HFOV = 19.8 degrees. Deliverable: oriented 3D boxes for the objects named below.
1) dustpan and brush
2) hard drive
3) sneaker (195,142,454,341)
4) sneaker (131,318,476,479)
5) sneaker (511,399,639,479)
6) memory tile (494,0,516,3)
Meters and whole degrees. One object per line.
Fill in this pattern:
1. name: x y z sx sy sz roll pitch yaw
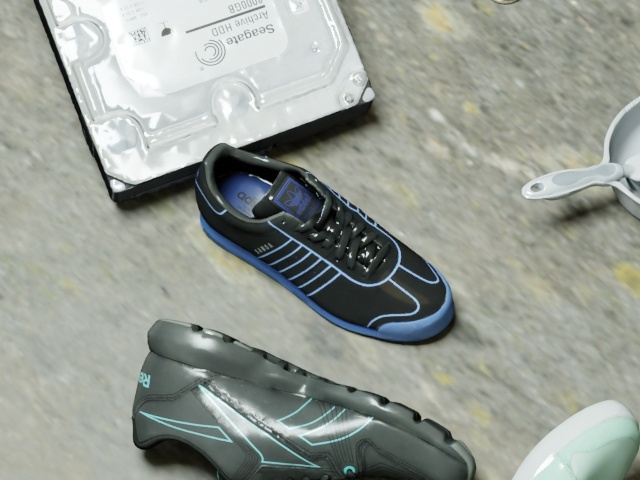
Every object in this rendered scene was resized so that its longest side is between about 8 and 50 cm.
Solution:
1. dustpan and brush: 0.259 -0.056 1.493 0.211 0.060 0.147 -17 62 -9
2. hard drive: -0.124 -0.226 1.531 0.237 0.064 0.339 -20 83 -10
3. sneaker: 0.000 0.000 1.448 0.232 0.090 0.081 25 64 14
4. sneaker: -0.016 0.147 1.382 0.267 0.101 0.106 19 85 10
5. sneaker: 0.185 0.240 1.289 0.151 0.094 0.256 25 71 41
6. memory tile: 0.197 -0.275 1.644 0.148 0.012 0.113 -22 63 -12
